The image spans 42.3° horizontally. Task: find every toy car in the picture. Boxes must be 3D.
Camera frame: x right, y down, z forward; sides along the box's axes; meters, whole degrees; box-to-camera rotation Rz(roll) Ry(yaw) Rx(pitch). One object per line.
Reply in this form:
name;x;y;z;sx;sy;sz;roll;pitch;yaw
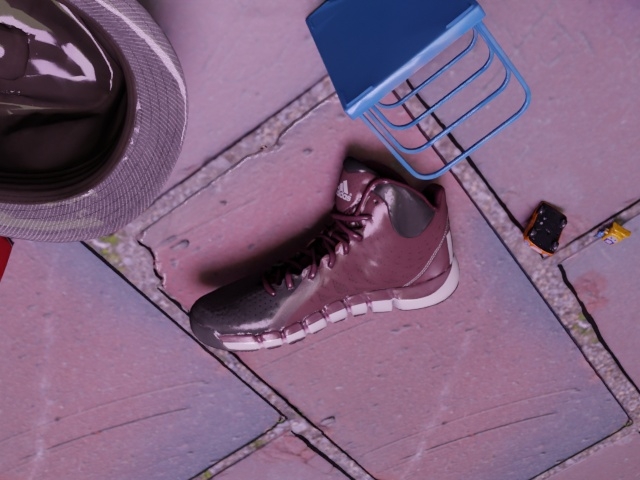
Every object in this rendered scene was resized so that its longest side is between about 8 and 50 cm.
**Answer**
toy car;0.267;0.003;0.881;0.122;0.060;0.040;16;152;-13

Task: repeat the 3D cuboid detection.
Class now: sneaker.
sneaker;0.000;0.000;0.811;0.281;0.106;0.163;-14;121;-14

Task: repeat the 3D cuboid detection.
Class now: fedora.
fedora;-0.244;-0.132;0.649;0.275;0.124;0.244;14;120;-19

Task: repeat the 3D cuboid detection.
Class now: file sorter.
file sorter;0.077;-0.149;0.671;0.118;0.170;0.104;-36;127;15

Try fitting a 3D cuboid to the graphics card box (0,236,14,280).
graphics card box;-0.500;0.017;0.725;0.370;0.094;0.233;-23;124;7
